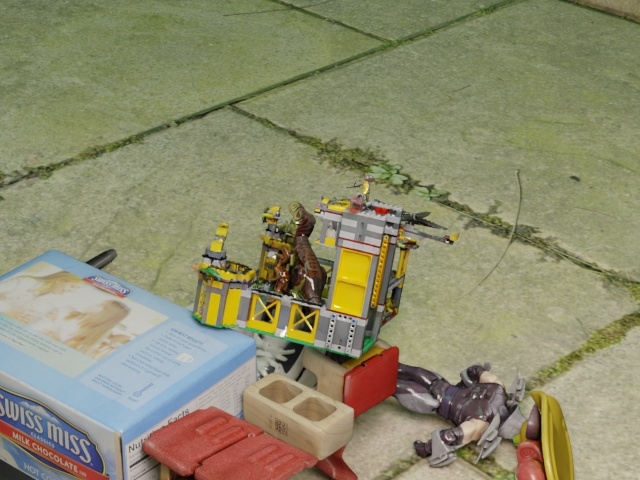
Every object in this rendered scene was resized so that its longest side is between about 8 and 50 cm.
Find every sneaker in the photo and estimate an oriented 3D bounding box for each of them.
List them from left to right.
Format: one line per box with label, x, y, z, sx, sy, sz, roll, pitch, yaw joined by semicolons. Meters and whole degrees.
sneaker;-0.070;0.144;1.715;0.235;0.153;0.094;-20;34;-33

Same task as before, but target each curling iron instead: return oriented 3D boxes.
curling iron;-0.388;0.085;1.936;0.068;0.035;0.274;19;35;22

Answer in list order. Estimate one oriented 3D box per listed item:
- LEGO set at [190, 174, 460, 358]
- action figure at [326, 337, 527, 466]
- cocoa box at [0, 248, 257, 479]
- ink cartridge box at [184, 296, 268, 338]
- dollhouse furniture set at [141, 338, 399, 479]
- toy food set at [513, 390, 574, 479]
LEGO set;0.000;0.000;1.572;0.255;0.192;0.331;15;12;22
action figure;0.145;0.199;1.686;0.285;0.099;0.185;22;28;14
cocoa box;-0.271;0.195;1.545;0.347;0.228;0.231;21;35;32
ink cartridge box;-0.132;0.133;1.798;0.090;0.092;0.143;23;35;35
dollhouse furniture set;-0.025;0.265;1.473;0.152;0.201;0.374;22;30;34
toy food set;0.251;0.272;1.544;0.071;0.128;0.218;-14;31;18
